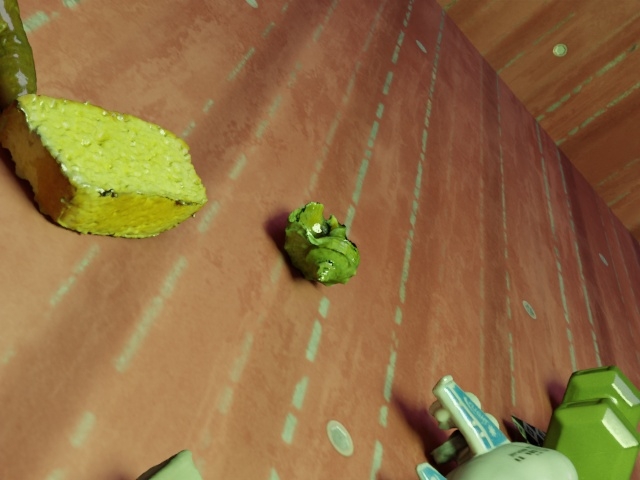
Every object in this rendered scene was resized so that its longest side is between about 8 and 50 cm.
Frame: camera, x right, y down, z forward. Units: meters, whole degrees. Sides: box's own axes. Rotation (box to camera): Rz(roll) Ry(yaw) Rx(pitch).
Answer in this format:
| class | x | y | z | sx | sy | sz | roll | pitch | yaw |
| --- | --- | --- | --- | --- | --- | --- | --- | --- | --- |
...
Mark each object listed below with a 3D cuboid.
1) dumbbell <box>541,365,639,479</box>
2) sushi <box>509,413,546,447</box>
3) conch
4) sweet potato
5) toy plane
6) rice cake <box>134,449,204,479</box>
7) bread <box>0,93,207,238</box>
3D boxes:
| class | x | y | z | sx | sy | sz | roll | pitch | yaw |
| --- | --- | --- | --- | --- | --- | --- | --- | --- | --- |
| dumbbell | 0.358 | 0.240 | 1.209 | 0.302 | 0.121 | 0.108 | -8 | 87 | -71 |
| sushi | 0.282 | 0.285 | 1.158 | 0.120 | 0.026 | 0.126 | 32 | 23 | -41 |
| conch | 0.000 | 0.000 | 0.977 | 0.089 | 0.074 | 0.121 | 51 | 26 | -31 |
| sweet potato | -0.285 | -0.255 | 0.815 | 0.108 | 0.079 | 0.346 | 44 | 26 | -48 |
| toy plane | 0.178 | 0.254 | 0.900 | 0.267 | 0.122 | 0.267 | 43 | 24 | -25 |
| rice cake | -0.137 | 0.188 | 0.501 | 0.052 | 0.057 | 0.256 | 30 | 20 | 13 |
| bread | -0.176 | -0.059 | 0.761 | 0.187 | 0.065 | 0.103 | 5 | 53 | -60 |
